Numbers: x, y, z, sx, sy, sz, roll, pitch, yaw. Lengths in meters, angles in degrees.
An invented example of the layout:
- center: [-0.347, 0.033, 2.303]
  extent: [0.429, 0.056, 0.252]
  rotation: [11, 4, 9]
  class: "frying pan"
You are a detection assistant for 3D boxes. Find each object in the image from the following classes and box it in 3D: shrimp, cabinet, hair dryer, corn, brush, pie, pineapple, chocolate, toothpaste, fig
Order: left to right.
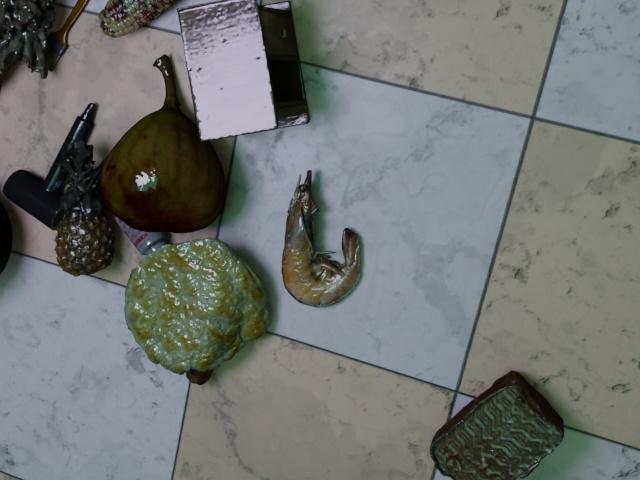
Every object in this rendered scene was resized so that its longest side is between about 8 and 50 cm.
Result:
- center: [-0.494, -0.464, 1.488]
  extent: [0.175, 0.175, 0.361]
  rotation: [17, 111, 13]
  class: "pineapple"
- center: [-0.502, -0.159, 1.612]
  extent: [0.128, 0.070, 0.255]
  rotation: [31, 101, 9]
  class: "hair dryer"
- center: [-0.476, -0.393, 1.573]
  extent: [0.043, 0.014, 0.170]
  rotation: [41, 109, 3]
  class: "brush"
- center: [-0.443, -0.063, 1.564]
  extent: [0.125, 0.125, 0.251]
  rotation: [9, 116, 15]
  class: "pineapple"
- center: [-0.355, -0.048, 1.593]
  extent: [0.089, 0.057, 0.234]
  rotation: [-41, 80, 27]
  class: "toothpaste"
- center: [-0.284, -0.442, 1.469]
  extent: [0.253, 0.086, 0.086]
  rotation: [-33, 91, 22]
  class: "corn"
- center: [-0.270, -0.177, 1.484]
  extent: [0.216, 0.217, 0.321]
  rotation: [-1, 79, 17]
  class: "fig"
- center: [-0.232, 0.121, 1.550]
  extent: [0.274, 0.105, 0.257]
  rotation: [-40, 102, 18]
  class: "pie"
- center: [-0.120, -0.288, 1.404]
  extent: [0.148, 0.175, 0.215]
  rotation: [-7, 99, 18]
  class: "cabinet"
- center: [0.000, 0.000, 1.500]
  extent: [0.143, 0.052, 0.251]
  rotation: [1, 110, 6]
  class: "shrimp"
- center: [0.301, 0.339, 1.454]
  extent: [0.214, 0.093, 0.148]
  rotation: [-44, 86, 19]
  class: "chocolate"

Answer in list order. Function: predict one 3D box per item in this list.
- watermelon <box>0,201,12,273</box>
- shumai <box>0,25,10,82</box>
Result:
- center: [-0.713, -0.004, 1.609]
  extent: [0.242, 0.242, 0.242]
  rotation: [3, 102, 16]
  class: "watermelon"
- center: [-0.755, -0.350, 1.523]
  extent: [0.346, 0.283, 0.217]
  rotation: [11, 103, 12]
  class: "shumai"
